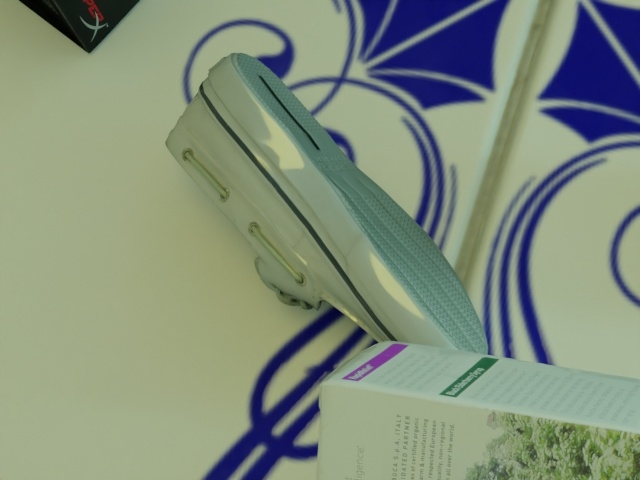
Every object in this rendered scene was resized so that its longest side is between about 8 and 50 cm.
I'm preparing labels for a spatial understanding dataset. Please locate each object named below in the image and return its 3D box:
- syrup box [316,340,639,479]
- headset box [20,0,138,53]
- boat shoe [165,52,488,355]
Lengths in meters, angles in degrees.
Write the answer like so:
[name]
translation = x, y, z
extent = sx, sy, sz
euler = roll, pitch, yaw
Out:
[syrup box]
translation = 0.119, 0.114, 0.724
extent = 0.236, 0.096, 0.093
euler = 7, 102, 21
[headset box]
translation = -0.105, -0.288, 0.915
extent = 0.110, 0.218, 0.293
euler = 37, 79, 22
[boat shoe]
translation = 0.000, 0.000, 0.861
extent = 0.076, 0.083, 0.226
euler = -47, 64, 21
